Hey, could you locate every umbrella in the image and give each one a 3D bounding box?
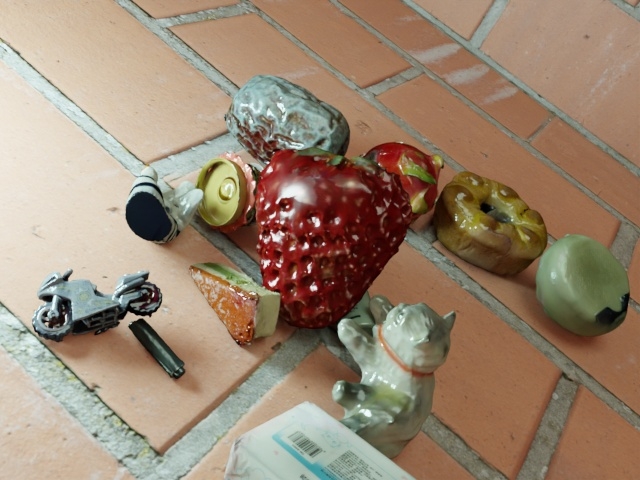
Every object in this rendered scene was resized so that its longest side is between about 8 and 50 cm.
[{"bbox_3d":[-0.281,0.185,1.254,0.036,0.031,0.133,-37,73,-26],"label":"umbrella"}]

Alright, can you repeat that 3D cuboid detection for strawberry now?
[{"bbox_3d":[0.000,0.000,1.440,0.318,0.295,0.345,21,73,-7],"label":"strawberry"}]

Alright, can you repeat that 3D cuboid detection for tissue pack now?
[{"bbox_3d":[0.011,0.384,1.104,0.271,0.124,0.201,33,24,27],"label":"tissue pack"}]

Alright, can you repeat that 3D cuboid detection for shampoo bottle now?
[{"bbox_3d":[0.058,0.107,1.554,0.085,0.085,0.262,12,40,-26],"label":"shampoo bottle"}]

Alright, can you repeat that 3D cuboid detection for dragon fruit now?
[{"bbox_3d":[0.202,-0.145,1.868,0.227,0.224,0.224,23,37,-16],"label":"dragon fruit"}]

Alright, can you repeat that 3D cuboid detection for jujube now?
[{"bbox_3d":[-0.078,-0.272,1.790,0.317,0.226,0.226,31,35,7],"label":"jujube"}]

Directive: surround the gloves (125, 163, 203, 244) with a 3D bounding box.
[{"bbox_3d":[-0.323,-0.067,1.465,0.140,0.131,0.218,25,6,-6],"label":"gloves"}]

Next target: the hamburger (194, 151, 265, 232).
[{"bbox_3d":[-0.175,-0.098,1.564,0.137,0.175,0.175,6,42,-49],"label":"hamburger"}]

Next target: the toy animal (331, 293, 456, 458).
[{"bbox_3d":[0.134,0.253,1.311,0.308,0.188,0.266,-23,97,-51],"label":"toy animal"}]

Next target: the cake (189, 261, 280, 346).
[{"bbox_3d":[-0.168,0.125,1.405,0.086,0.116,0.220,-6,17,-44],"label":"cake"}]

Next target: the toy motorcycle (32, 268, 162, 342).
[{"bbox_3d":[-0.384,0.098,1.236,0.215,0.080,0.122,-14,62,-28],"label":"toy motorcycle"}]

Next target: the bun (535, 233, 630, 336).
[{"bbox_3d":[0.674,0.129,1.928,0.283,0.179,0.283,13,61,-25],"label":"bun"}]

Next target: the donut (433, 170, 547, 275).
[{"bbox_3d":[0.457,-0.044,1.976,0.317,0.150,0.299,45,38,16],"label":"donut"}]
